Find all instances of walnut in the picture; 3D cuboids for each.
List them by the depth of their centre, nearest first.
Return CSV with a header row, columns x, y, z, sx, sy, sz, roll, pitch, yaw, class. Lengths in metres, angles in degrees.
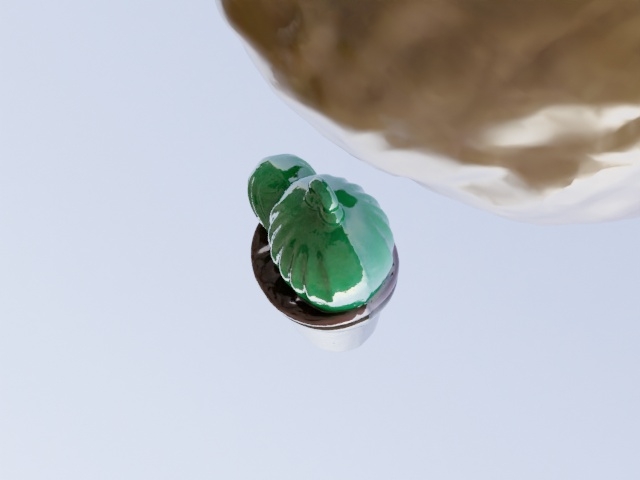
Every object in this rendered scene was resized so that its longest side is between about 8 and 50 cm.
x,y,z,sx,sy,sz,roll,pitch,yaw,class
0.131,-0.197,0.830,0.398,0.308,0.354,-37,-130,27,walnut

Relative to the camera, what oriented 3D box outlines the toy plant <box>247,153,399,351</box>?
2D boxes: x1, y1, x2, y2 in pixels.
x,y,z,sx,sy,sz,roll,pitch,yaw,class
0.000,0.000,1.423,0.143,0.105,0.200,53,-17,32,toy plant
